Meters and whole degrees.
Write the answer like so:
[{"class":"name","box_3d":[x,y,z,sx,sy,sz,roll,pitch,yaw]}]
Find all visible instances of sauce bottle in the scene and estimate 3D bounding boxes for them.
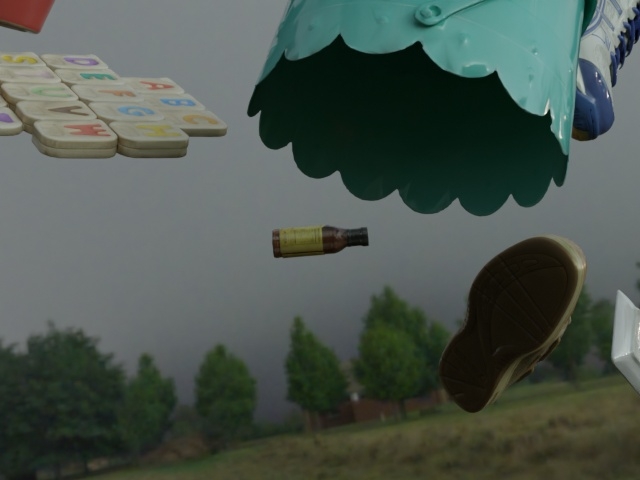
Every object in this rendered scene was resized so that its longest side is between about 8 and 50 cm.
[{"class":"sauce bottle","box_3d":[0.000,0.000,1.365,0.128,0.042,0.042,-3,-9,-1]}]

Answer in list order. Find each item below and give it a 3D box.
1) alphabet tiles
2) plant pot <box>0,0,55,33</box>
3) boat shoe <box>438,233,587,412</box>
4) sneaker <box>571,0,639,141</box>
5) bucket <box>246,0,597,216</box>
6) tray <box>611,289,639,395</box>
[{"class":"alphabet tiles","box_3d":[-0.246,-0.141,1.023,0.278,0.021,0.284,-3,26,-31]},{"class":"plant pot","box_3d":[-0.489,-0.451,1.533,0.275,0.243,0.275,15,5,-1]},{"class":"boat shoe","box_3d":[0.258,0.096,1.328,0.110,0.121,0.341,-22,-25,-31]},{"class":"sneaker","box_3d":[0.304,-0.241,1.098,0.131,0.296,0.112,-3,-28,7]},{"class":"bucket","box_3d":[0.090,-0.156,0.856,0.281,0.183,0.281,14,-18,5]},{"class":"tray","box_3d":[0.578,0.211,1.793,0.030,0.145,0.270,-11,-40,37]}]
